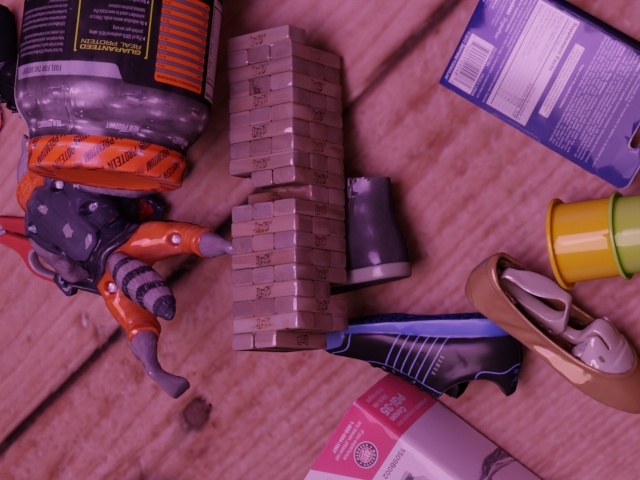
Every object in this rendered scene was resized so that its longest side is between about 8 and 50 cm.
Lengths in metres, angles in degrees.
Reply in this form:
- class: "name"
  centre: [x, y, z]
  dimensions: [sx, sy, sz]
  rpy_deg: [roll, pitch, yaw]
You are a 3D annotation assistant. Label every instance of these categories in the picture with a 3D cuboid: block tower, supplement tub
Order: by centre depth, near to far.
- class: "supplement tub"
  centre: [-0.207, -0.230, 1.540]
  dimensions: [0.207, 0.207, 0.338]
  rpy_deg: [3, 83, 26]
- class: "block tower"
  centre: [-0.035, -0.052, 1.559]
  dimensions: [0.091, 0.097, 0.335]
  rpy_deg: [-8, 81, 36]

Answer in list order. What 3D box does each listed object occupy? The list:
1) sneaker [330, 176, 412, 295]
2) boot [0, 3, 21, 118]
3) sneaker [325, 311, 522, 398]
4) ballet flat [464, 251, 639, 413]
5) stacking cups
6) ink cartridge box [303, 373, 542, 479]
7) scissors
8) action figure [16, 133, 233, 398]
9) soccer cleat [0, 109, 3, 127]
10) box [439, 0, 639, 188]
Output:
- class: "sneaker"
  centre: [0.000, 0.000, 1.633]
  dimensions: [0.222, 0.083, 0.118]
  rpy_deg: [-12, 81, 33]
- class: "boot"
  centre: [-0.364, -0.212, 1.767]
  dimensions: [0.099, 0.045, 0.121]
  rpy_deg: [31, 122, 19]
- class: "sneaker"
  centre: [0.105, 0.127, 1.600]
  dimensions: [0.232, 0.081, 0.090]
  rpy_deg: [-2, 95, 26]
- class: "ballet flat"
  centre: [0.253, 0.094, 1.503]
  dimensions: [0.232, 0.080, 0.073]
  rpy_deg: [33, 138, 6]
- class: "stacking cups"
  centre: [0.380, -0.022, 1.422]
  dimensions: [0.316, 0.096, 0.096]
  rpy_deg: [-11, 98, 27]
- class: "ink cartridge box"
  centre: [0.125, 0.314, 1.618]
  dimensions: [0.283, 0.117, 0.207]
  rpy_deg: [37, 116, 14]
- class: "scissors"
  centre: [-0.412, -0.008, 1.855]
  dimensions: [0.297, 0.021, 0.109]
  rpy_deg: [5, 107, 23]
- class: "action figure"
  centre: [-0.215, -0.037, 1.653]
  dimensions: [0.330, 0.178, 0.341]
  rpy_deg: [35, 111, 26]
- class: "soccer cleat"
  centre: [-0.417, -0.132, 1.818]
  dimensions: [0.029, 0.035, 0.083]
  rpy_deg: [30, 115, 17]
- class: "box"
  centre: [0.246, -0.163, 1.481]
  dimensions: [0.225, 0.036, 0.136]
  rpy_deg: [34, 116, 16]
